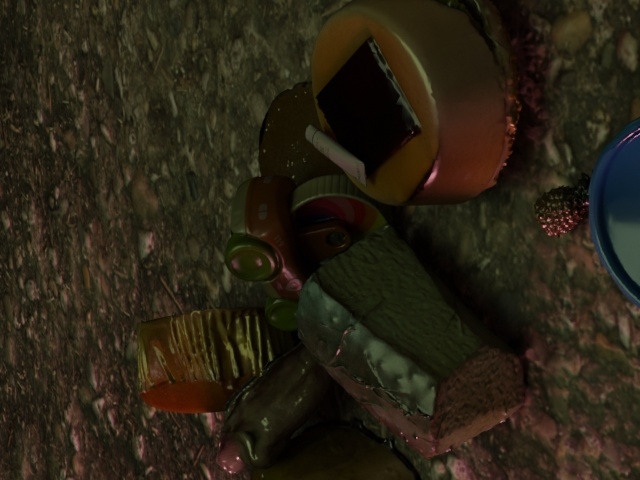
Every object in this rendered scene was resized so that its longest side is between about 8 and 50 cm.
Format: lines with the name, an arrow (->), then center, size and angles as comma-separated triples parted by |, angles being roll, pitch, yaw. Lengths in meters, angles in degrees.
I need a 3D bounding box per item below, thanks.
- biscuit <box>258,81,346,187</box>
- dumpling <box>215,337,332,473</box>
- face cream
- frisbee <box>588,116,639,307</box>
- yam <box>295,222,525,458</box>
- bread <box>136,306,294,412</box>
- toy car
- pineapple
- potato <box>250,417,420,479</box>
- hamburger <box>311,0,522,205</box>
biscuit -> -0.016, -0.119, 1.790 | 0.226, 0.042, 0.226 | 11, 105, 48
dumpling -> -0.055, 0.237, 1.755 | 0.086, 0.166, 0.332 | 43, 111, 20
face cream -> 0.022, -0.107, 1.518 | 0.115, 0.020, 0.038 | 40, 150, 36
frisbee -> 0.392, -0.023, 1.297 | 0.242, 0.045, 0.242 | 20, 119, 41
yam -> 0.119, 0.144, 1.569 | 0.271, 0.202, 0.201 | 36, 145, 40
bread -> -0.165, 0.188, 1.910 | 0.288, 0.204, 0.156 | -13, 81, 47
toy car -> 0.000, 0.000, 1.695 | 0.145, 0.235, 0.235 | -84, 20, -46
pineapple -> 0.304, -0.053, 1.409 | 0.124, 0.058, 0.058 | -34, 70, 34
potato -> -0.025, 0.437, 1.722 | 0.397, 0.296, 0.290 | 49, 130, 32
hamburger -> 0.122, -0.183, 1.502 | 0.302, 0.170, 0.302 | 36, 137, 43
